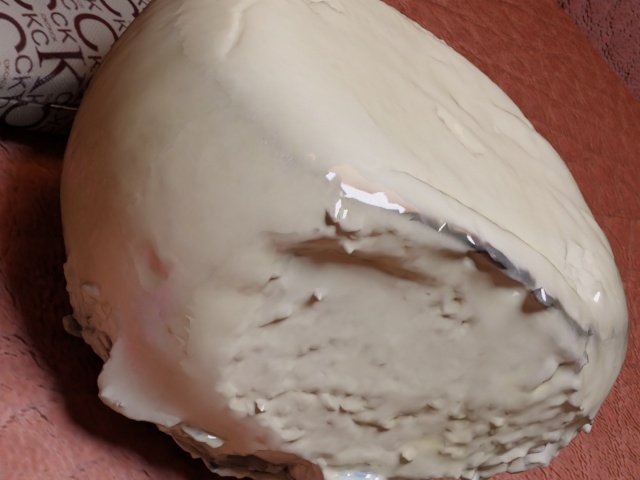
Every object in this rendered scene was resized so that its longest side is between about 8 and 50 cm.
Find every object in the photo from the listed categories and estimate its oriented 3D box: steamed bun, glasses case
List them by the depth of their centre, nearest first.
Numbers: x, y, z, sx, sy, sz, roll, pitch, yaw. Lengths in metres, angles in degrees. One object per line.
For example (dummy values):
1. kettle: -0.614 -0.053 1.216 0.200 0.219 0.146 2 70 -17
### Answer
1. steamed bun: 0.000 0.000 0.802 0.333 0.233 0.312 34 25 -19
2. glasses case: -0.158 -0.136 0.920 0.354 0.085 0.137 0 53 -57
